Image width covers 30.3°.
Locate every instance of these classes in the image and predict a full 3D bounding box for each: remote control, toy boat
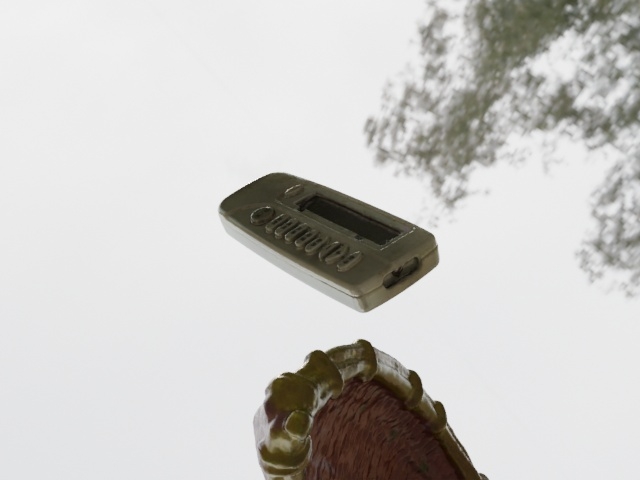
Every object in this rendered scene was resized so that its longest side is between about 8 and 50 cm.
[{"bbox_3d":[0.000,-0.001,1.003,0.090,0.049,0.230,-31,-148,-24],"label":"remote control"},{"bbox_3d":[0.033,0.145,0.775,0.099,0.318,0.141,8,-108,35],"label":"toy boat"}]
